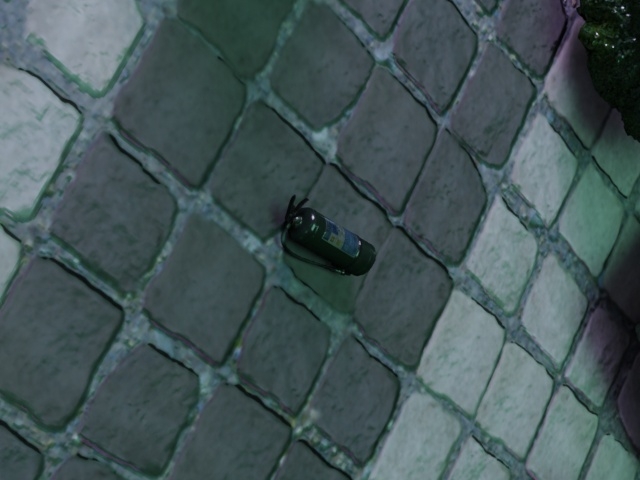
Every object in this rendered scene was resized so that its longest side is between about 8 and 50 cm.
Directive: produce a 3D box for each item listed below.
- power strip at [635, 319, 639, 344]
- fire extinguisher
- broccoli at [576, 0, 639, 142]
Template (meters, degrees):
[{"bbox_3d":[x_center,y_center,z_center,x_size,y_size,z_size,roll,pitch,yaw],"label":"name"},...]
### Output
[{"bbox_3d":[0.321,0.070,1.205,0.198,0.064,0.213,-47,139,-32],"label":"power strip"},{"bbox_3d":[0.000,0.000,0.908,0.083,0.025,0.038,32,97,-42],"label":"fire extinguisher"},{"bbox_3d":[0.337,-0.186,1.082,0.270,0.270,0.270,59,25,-32],"label":"broccoli"}]
